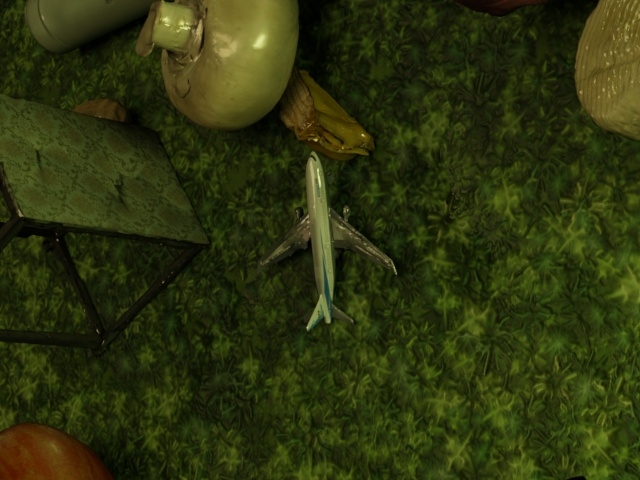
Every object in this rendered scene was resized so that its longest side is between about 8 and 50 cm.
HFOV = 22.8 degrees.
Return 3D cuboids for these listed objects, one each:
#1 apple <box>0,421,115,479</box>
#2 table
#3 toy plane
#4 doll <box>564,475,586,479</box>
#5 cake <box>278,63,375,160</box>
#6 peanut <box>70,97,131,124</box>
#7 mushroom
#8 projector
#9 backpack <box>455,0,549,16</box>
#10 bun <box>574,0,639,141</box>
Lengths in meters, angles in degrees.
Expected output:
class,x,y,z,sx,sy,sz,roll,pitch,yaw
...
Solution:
class,x,y,z,sx,sy,sz,roll,pitch,yaw
apple,-0.379,0.415,2.129,0.301,0.301,0.302,-7,79,39
table,-0.386,-0.013,2.160,0.272,0.335,0.222,-44,58,27
toy plane,0.002,0.002,2.011,0.226,0.058,0.226,-1,88,38
doll,0.306,0.350,1.702,0.195,0.070,0.096,64,152,30
cake,-0.022,-0.157,2.028,0.185,0.116,0.080,49,116,28
peanut,-0.352,-0.137,2.316,0.194,0.083,0.093,-41,73,27
mushroom,-0.135,-0.262,2.059,0.246,0.202,0.246,-16,71,57
projector,-0.279,-0.370,2.276,0.337,0.108,0.108,-18,72,37
backpack,0.221,-0.404,1.797,0.283,0.197,0.317,-35,52,29
bun,0.376,-0.207,1.682,0.220,0.134,0.220,-46,30,38
